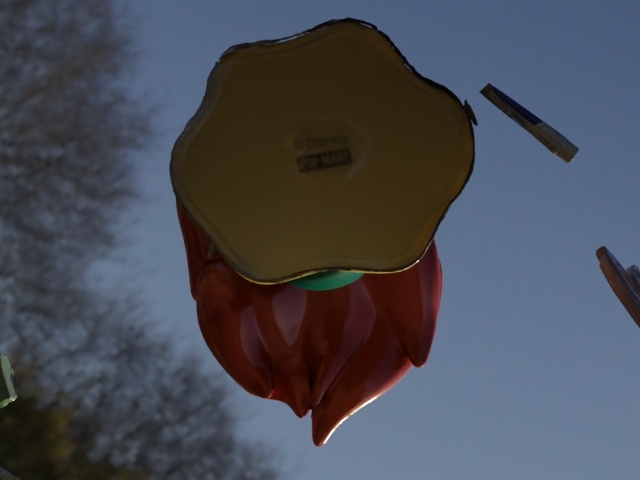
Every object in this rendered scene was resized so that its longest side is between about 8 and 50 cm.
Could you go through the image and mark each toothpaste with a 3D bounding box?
[{"bbox_3d":[0.152,-0.087,1.268,0.083,0.015,0.024,37,-16,-2],"label":"toothpaste"}]

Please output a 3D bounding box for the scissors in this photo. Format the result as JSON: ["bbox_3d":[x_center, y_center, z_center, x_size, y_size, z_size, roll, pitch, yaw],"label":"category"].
[{"bbox_3d":[0.246,0.085,1.206,0.100,0.015,0.189,31,28,-52],"label":"scissors"}]

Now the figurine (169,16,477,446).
[{"bbox_3d":[-0.009,-0.001,1.056,0.208,0.181,0.257,39,-14,7],"label":"figurine"}]

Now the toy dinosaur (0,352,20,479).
[{"bbox_3d":[-0.283,0.108,1.171,0.242,0.167,0.053,57,18,-6],"label":"toy dinosaur"}]
